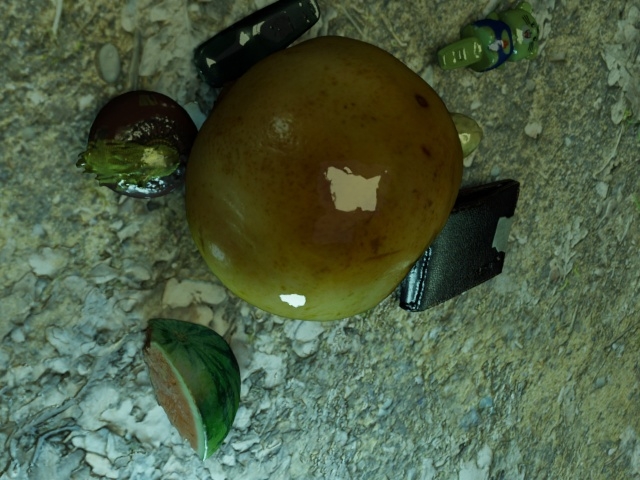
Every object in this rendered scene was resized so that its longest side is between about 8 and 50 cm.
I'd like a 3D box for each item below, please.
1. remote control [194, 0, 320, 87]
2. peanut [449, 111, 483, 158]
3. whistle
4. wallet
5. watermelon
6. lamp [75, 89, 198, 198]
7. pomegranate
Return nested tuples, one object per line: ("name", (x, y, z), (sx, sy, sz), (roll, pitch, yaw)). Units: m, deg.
("remote control", (-0.092, -0.310, 1.114), (0.222, 0.042, 0.072), (-36, 117, -15))
("peanut", (0.176, -0.179, 1.270), (0.229, 0.103, 0.098), (-6, 119, -26))
("whistle", (0.304, -0.353, 1.298), (0.227, 0.085, 0.105), (-22, 111, -22))
("wallet", (0.268, 0.009, 1.381), (0.262, 0.071, 0.221), (-18, 125, -31))
("watermelon", (-0.185, 0.224, 1.204), (0.146, 0.128, 0.231), (-27, 116, -40))
("lamp", (-0.244, -0.131, 1.030), (0.156, 0.135, 0.157), (26, 89, -34))
("pomegranate", (-0.004, -0.091, 1.045), (0.417, 0.416, 0.416), (-9, 110, -27))
